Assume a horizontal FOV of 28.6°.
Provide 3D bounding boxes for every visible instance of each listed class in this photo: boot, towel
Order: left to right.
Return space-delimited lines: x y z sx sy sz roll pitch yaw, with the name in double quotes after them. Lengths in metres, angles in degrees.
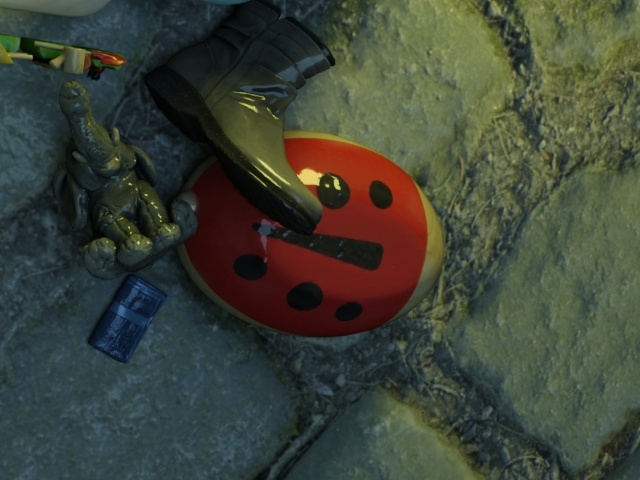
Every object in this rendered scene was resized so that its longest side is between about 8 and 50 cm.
-0.273 0.112 1.777 0.067 0.029 0.119 34 85 -28 "towel"
-0.060 -0.183 1.678 0.223 0.118 0.338 -40 71 -12 "boot"

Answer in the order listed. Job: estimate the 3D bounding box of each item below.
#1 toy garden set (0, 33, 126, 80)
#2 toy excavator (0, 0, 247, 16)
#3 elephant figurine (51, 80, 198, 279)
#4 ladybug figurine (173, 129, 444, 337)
-0.364 -0.225 1.557 0.244 0.204 0.049 5 99 -27 "toy garden set"
-0.208 -0.396 1.616 0.433 0.222 0.445 32 94 -28 "toy excavator"
-0.280 -0.080 1.671 0.239 0.186 0.169 60 34 2 "elephant figurine"
0.000 0.000 1.818 0.449 0.162 0.305 9 97 -29 "ladybug figurine"
